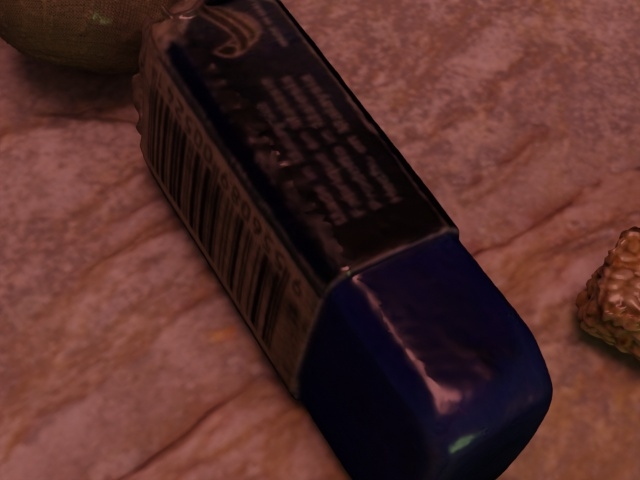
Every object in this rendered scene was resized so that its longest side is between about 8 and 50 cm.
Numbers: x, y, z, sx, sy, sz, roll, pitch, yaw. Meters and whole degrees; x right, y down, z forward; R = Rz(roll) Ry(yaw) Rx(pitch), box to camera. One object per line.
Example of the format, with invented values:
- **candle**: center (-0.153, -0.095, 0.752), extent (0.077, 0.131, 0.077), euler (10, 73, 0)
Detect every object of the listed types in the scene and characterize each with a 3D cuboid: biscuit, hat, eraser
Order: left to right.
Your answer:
- **hat**: center (-0.162, -0.186, 0.736), extent (0.257, 0.257, 0.130), euler (8, 87, -3)
- **eraser**: center (0.000, 0.000, 0.635), extent (0.101, 0.155, 0.332), euler (-24, 63, -24)
- **biscuit**: center (0.253, 0.058, 0.686), extent (0.168, 0.070, 0.082), euler (27, 53, 13)
